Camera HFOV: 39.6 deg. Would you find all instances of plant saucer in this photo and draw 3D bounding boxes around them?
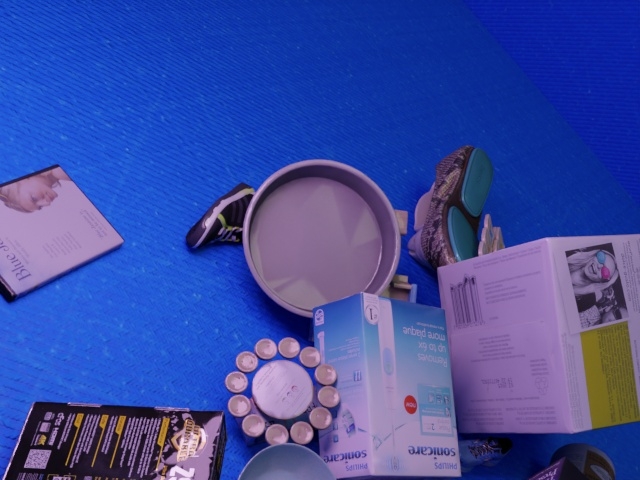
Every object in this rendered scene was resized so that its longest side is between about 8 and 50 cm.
[{"bbox_3d":[-0.054,0.404,1.330,0.195,0.037,0.195,13,66,-31],"label":"plant saucer"}]

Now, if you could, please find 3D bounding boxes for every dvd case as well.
[{"bbox_3d":[-0.451,-0.020,1.404,0.180,0.022,0.253,49,35,5],"label":"dvd case"}]

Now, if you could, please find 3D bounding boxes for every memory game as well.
[{"bbox_3d":[-0.060,0.239,1.405,0.186,0.012,0.186,5,60,-8],"label":"memory game"}]

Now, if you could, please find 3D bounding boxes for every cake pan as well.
[{"bbox_3d":[0.000,0.000,1.617,0.293,0.054,0.293,2,79,-13],"label":"cake pan"}]

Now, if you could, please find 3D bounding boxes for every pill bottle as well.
[{"bbox_3d":[0.497,0.514,1.731,0.131,0.131,0.229,44,35,-2],"label":"pill bottle"}]

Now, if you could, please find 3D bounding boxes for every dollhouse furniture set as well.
[{"bbox_3d":[0.021,0.094,1.737,0.286,0.198,0.303,7,78,-12],"label":"dollhouse furniture set"}]

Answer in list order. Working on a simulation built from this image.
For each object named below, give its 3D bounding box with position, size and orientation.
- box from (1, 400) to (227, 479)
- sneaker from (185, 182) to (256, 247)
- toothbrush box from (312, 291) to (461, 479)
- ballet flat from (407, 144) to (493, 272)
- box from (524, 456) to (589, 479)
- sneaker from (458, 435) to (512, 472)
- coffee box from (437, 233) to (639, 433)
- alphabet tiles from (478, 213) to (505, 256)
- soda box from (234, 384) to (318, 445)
[{"bbox_3d":[-0.262,0.343,1.062,0.257,0.079,0.322,3,42,2],"label":"box"},{"bbox_3d":[-0.160,-0.035,1.663,0.097,0.084,0.234,45,34,-2],"label":"sneaker"},{"bbox_3d":[0.110,0.255,1.497,0.216,0.126,0.295,15,65,-40],"label":"toothbrush box"},{"bbox_3d":[0.293,-0.040,2.057,0.164,0.182,0.482,50,35,-24],"label":"ballet flat"},{"bbox_3d":[0.324,0.496,1.457,0.103,0.261,0.184,43,34,-2],"label":"box"},{"bbox_3d":[0.309,0.398,1.707,0.162,0.073,0.063,3,53,-44],"label":"sneaker"},{"bbox_3d":[0.470,0.181,1.708,0.334,0.338,0.338,-3,81,-28],"label":"coffee box"},{"bbox_3d":[0.398,0.094,2.014,0.284,0.021,0.278,-65,144,-54],"label":"alphabet tiles"},{"bbox_3d":[-0.051,0.286,1.467,0.183,0.058,0.063,-1,56,-45],"label":"soda box"}]
